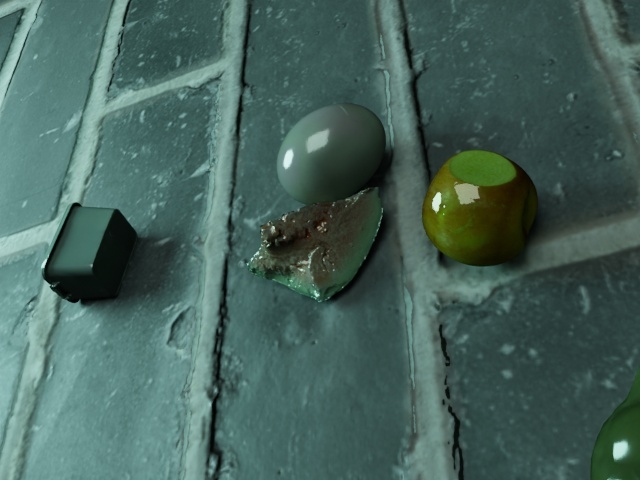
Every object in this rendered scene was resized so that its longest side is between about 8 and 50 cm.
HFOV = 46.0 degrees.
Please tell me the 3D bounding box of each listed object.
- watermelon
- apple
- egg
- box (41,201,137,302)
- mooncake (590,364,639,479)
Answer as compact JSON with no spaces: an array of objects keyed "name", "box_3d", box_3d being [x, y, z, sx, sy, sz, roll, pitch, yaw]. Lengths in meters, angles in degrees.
[{"name":"watermelon","box_3d":[0.006,0.003,0.808,0.155,0.080,0.101,-29,53,-16]},{"name":"apple","box_3d":[0.156,-0.029,0.726,0.102,0.099,0.114,23,43,30]},{"name":"egg","box_3d":[0.013,-0.098,0.854,0.135,0.103,0.103,-38,46,-5]},{"name":"box","box_3d":[-0.286,0.015,0.950,0.069,0.084,0.122,-1,56,19]},{"name":"mooncake","box_3d":[0.298,0.166,0.359,0.351,0.187,0.351,-20,37,15]}]
